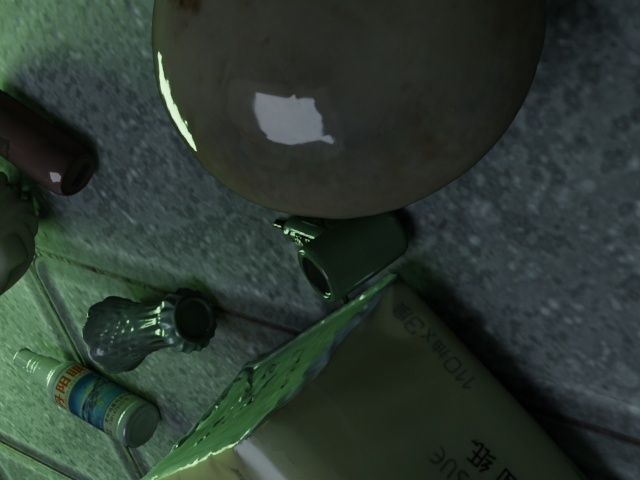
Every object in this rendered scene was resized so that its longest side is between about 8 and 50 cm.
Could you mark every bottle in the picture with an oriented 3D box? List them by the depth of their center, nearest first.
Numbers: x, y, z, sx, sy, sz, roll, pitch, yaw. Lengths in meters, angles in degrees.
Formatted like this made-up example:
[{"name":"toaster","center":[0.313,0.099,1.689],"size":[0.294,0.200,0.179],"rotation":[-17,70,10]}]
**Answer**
[{"name":"bottle","center":[-0.275,-0.095,1.020],"size":[0.140,0.053,0.053],"rotation":[34,145,19]},{"name":"bottle","center":[-0.290,0.183,1.324],"size":[0.217,0.060,0.060],"rotation":[21,139,32]}]

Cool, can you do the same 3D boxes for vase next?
[{"name":"vase","center":[-0.162,0.084,1.072],"size":[0.148,0.081,0.081],"rotation":[-14,115,48]}]

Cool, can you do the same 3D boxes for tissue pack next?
[{"name":"tissue pack","center":[0.074,0.266,0.887],"size":[0.405,0.205,0.332],"rotation":[48,150,-2]}]

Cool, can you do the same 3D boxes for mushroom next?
[{"name":"mushroom","center":[0.024,-0.102,0.594],"size":[0.207,0.207,0.215],"rotation":[23,174,30]}]

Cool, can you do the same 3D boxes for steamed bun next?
[{"name":"steamed bun","center":[-0.365,-0.024,1.146],"size":[0.183,0.106,0.183],"rotation":[31,143,27]}]

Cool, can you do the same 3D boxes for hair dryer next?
[{"name":"hair dryer","center":[0.000,0.000,0.827],"size":[0.150,0.071,0.047],"rotation":[18,137,61]}]

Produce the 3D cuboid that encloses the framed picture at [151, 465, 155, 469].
[{"name":"framed picture","center":[-0.139,0.353,1.345],"size":[0.183,0.011,0.142],"rotation":[-1,104,48]}]
